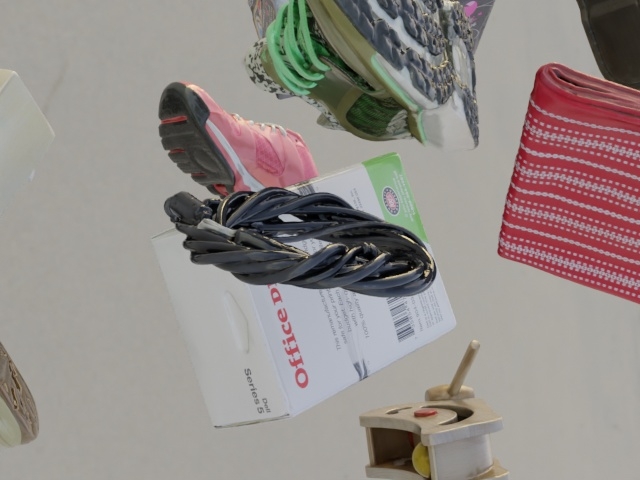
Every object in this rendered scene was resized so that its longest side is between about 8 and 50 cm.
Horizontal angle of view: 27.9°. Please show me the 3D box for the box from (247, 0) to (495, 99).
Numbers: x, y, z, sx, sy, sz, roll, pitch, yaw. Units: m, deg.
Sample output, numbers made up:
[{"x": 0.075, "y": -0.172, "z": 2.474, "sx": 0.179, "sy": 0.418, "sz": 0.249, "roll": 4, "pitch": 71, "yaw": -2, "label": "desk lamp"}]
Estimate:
[{"x": 0.055, "y": -0.275, "z": 1.450, "sx": 0.163, "sy": 0.247, "sz": 0.142, "roll": 103, "pitch": -29, "yaw": -70, "label": "box"}]

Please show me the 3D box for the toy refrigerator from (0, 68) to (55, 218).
[{"x": -0.342, "y": -0.021, "z": 1.084, "sx": 0.269, "sy": 0.102, "sz": 0.094, "roll": -64, "pitch": 148, "yaw": -31, "label": "toy refrigerator"}]

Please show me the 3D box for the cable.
[{"x": 0.000, "y": 0.000, "z": 0.818, "sx": 0.150, "sy": 0.185, "sz": 0.047, "roll": 26, "pitch": -74, "yaw": 59, "label": "cable"}]

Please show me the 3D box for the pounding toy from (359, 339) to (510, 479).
[{"x": 0.124, "y": 0.205, "z": 1.521, "sx": 0.269, "sy": 0.154, "sz": 0.154, "roll": -145, "pitch": -132, "yaw": -86, "label": "pounding toy"}]

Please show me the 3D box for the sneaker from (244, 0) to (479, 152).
[{"x": 0.015, "y": -0.151, "z": 1.050, "sx": 0.410, "sy": 0.182, "sz": 0.158, "roll": 38, "pitch": 46, "yaw": -68, "label": "sneaker"}]

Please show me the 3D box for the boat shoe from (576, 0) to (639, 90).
[{"x": 0.321, "y": -0.320, "z": 1.416, "sx": 0.104, "sy": 0.111, "sz": 0.307, "roll": -38, "pitch": 119, "yaw": -51, "label": "boat shoe"}]

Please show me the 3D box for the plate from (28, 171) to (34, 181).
[{"x": -0.448, "y": -0.225, "z": 1.585, "sx": 0.277, "sy": 0.045, "sz": 0.278, "roll": 52, "pitch": -8, "yaw": 14, "label": "plate"}]

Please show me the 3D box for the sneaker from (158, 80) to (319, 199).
[{"x": -0.091, "y": -0.111, "z": 1.681, "sx": 0.314, "sy": 0.116, "sz": 0.136, "roll": 50, "pitch": 62, "yaw": -33, "label": "sneaker"}]

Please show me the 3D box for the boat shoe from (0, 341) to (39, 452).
[{"x": -0.408, "y": 0.078, "z": 1.292, "sx": 0.121, "sy": 0.110, "sz": 0.341, "roll": -105, "pitch": 169, "yaw": -76, "label": "boat shoe"}]

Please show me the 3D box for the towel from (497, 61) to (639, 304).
[{"x": 0.241, "y": -0.024, "z": 0.991, "sx": 0.275, "sy": 0.199, "sz": 0.031, "roll": 89, "pitch": 24, "yaw": -61, "label": "towel"}]

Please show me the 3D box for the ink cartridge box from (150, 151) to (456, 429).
[{"x": -0.010, "y": 0.044, "z": 1.265, "sx": 0.273, "sy": 0.115, "sz": 0.198, "roll": -21, "pitch": 94, "yaw": -48, "label": "ink cartridge box"}]
